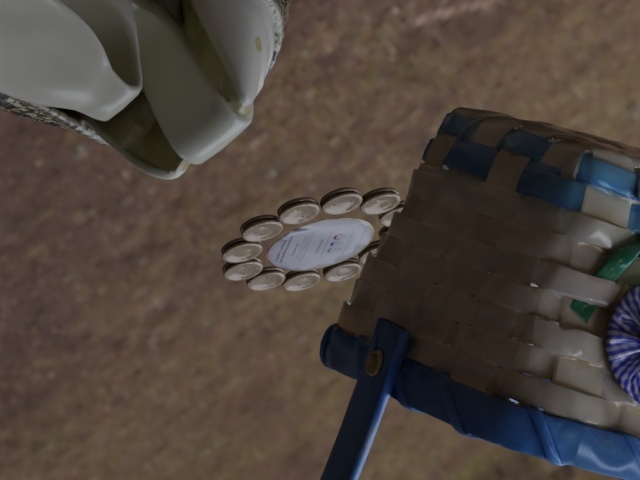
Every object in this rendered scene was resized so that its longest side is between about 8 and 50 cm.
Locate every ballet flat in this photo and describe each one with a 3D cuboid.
[{"bbox_3d":[-0.138,-0.122,1.021,0.164,0.182,0.483,-50,148,13],"label":"ballet flat"}]

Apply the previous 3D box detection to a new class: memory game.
[{"bbox_3d":[0.000,0.000,1.674,0.186,0.012,0.186,-13,156,-6],"label":"memory game"}]

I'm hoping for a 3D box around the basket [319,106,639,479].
[{"bbox_3d":[0.116,0.095,0.909,0.255,0.201,0.289,12,99,-31],"label":"basket"}]
